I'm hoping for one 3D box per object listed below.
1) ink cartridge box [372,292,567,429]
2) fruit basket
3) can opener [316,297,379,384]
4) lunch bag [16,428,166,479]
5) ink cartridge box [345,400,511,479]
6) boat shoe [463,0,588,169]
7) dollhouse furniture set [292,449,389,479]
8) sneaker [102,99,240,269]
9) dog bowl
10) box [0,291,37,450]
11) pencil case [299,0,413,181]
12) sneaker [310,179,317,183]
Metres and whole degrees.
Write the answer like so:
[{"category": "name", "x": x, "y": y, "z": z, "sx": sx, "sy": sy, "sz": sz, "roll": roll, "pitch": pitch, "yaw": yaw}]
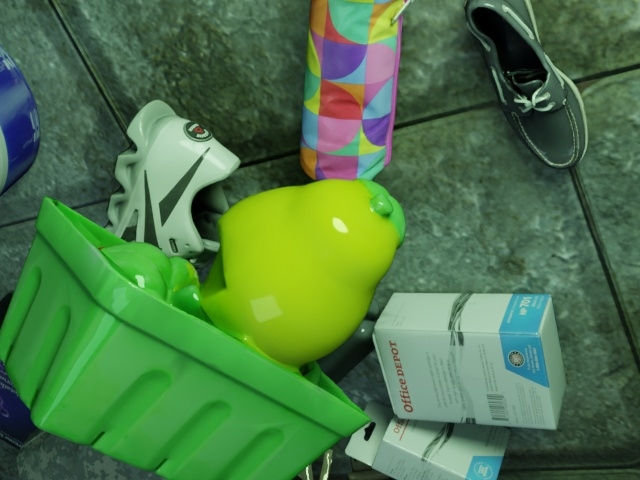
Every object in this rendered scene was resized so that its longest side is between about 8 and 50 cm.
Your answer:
[{"category": "ink cartridge box", "x": 0.173, "y": 0.136, "z": 1.051, "sx": 0.191, "sy": 0.082, "sz": 0.139, "roll": 0, "pitch": 123, "yaw": 28}, {"category": "fruit basket", "x": -0.091, "y": 0.063, "z": 0.947, "sx": 0.283, "sy": 0.392, "sz": 0.392, "roll": 34, "pitch": 145, "yaw": 51}, {"category": "can opener", "x": 0.004, "y": 0.167, "z": 1.178, "sx": 0.093, "sy": 0.074, "sz": 0.280, "roll": 10, "pitch": 139, "yaw": -25}, {"category": "lunch bag", "x": -0.252, "y": 0.305, "z": 1.278, "sx": 0.256, "sy": 0.212, "sz": 0.305, "roll": 45, "pitch": 121, "yaw": -13}, {"category": "ink cartridge box", "x": 0.133, "y": 0.251, "z": 1.140, "sx": 0.180, "sy": 0.104, "sz": 0.060, "roll": 23, "pitch": 131, "yaw": 9}, {"category": "boat shoe", "x": 0.187, "y": -0.144, "z": 0.850, "sx": 0.075, "sy": 0.065, "sz": 0.206, "roll": -15, "pitch": 116, "yaw": 33}, {"category": "dollhouse furniture set", "x": 0.015, "y": 0.353, "z": 1.262, "sx": 0.161, "sy": 0.101, "sz": 0.182, "roll": -7, "pitch": 155, "yaw": -2}, {"category": "sneaker", "x": -0.182, "y": 0.005, "z": 1.102, "sx": 0.146, "sy": 0.122, "sz": 0.330, "roll": 29, "pitch": 132, "yaw": 7}, {"category": "dog bowl", "x": -0.489, "y": -0.157, "z": 1.146, "sx": 0.265, "sy": 0.104, "sz": 0.265, "roll": 13, "pitch": 128, "yaw": 17}, {"category": "box", "x": -0.452, "y": 0.207, "z": 1.392, "sx": 0.153, "sy": 0.108, "sz": 0.207, "roll": 29, "pitch": 131, "yaw": 4}, {"category": "pencil case", "x": 0.033, "y": -0.166, "z": 0.890, "sx": 0.104, "sy": 0.104, "sz": 0.236, "roll": 18, "pitch": 131, "yaw": 14}, {"category": "sneaker", "x": 0.000, "y": 0.000, "z": 1.053, "sx": 0.076, "sy": 0.065, "sz": 0.166, "roll": 26, "pitch": 133, "yaw": 0}]
